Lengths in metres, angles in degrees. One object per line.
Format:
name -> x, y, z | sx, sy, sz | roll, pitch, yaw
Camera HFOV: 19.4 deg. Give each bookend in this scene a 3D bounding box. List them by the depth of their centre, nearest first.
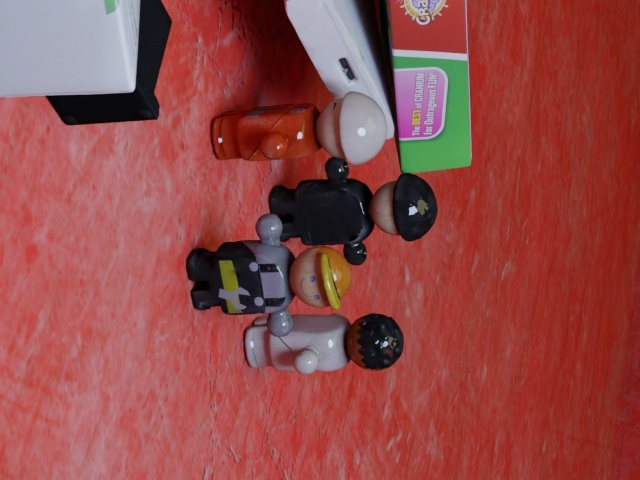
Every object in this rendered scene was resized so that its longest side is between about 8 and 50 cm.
bookend -> -0.155, -0.188, 1.266 | 0.156, 0.072, 0.157 | 61, 33, -52

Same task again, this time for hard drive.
hard drive -> 0.001, -0.261, 1.617 | 0.203, 0.040, 0.307 | 59, 20, -53

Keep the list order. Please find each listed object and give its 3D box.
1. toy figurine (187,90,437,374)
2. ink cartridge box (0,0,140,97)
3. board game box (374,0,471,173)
toy figurine -> 0.000, 0.000, 1.551 | 0.213, 0.148, 0.209 | 58, 36, -54
ink cartridge box -> -0.149, -0.208, 1.029 | 0.154, 0.093, 0.212 | 88, -1, -56
board game box -> 0.078, -0.254, 1.610 | 0.242, 0.064, 0.316 | -98, -179, -46
